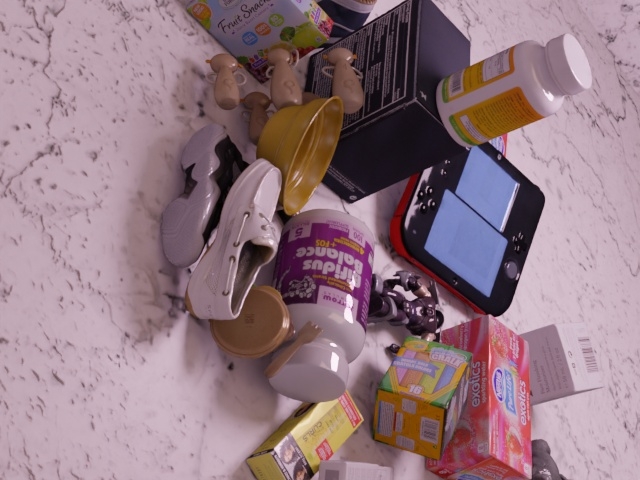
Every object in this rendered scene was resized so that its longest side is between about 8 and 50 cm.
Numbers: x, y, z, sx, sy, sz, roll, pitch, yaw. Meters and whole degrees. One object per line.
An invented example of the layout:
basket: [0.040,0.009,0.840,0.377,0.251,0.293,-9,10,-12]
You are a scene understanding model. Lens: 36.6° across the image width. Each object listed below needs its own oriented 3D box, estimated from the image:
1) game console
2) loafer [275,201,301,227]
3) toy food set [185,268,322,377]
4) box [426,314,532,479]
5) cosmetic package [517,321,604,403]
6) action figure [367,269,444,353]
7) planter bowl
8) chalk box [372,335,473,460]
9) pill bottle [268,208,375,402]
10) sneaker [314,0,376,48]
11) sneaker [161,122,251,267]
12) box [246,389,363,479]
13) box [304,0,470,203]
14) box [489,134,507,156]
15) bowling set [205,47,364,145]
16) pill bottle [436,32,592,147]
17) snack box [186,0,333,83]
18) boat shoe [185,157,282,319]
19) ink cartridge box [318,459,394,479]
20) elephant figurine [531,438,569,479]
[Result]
game console: [0.329,-0.051,2.097,0.386,0.060,0.342,36,71,-34]
loafer: [-0.062,-0.054,1.741,0.039,0.045,0.125,-42,106,-46]
toy food set: [-0.105,0.127,1.501,0.192,0.038,0.132,38,67,22]
box: [0.309,0.318,1.895,0.142,0.154,0.300,35,47,-34]
cosmetic package: [0.487,0.273,2.110,0.151,0.184,0.151,4,67,-51]
action figure: [0.150,0.132,1.857,0.285,0.099,0.185,25,45,-46]
planter bowl: [-0.048,-0.158,1.638,0.090,0.217,0.217,24,37,13]
chalk box: [0.194,0.268,1.758,0.213,0.132,0.132,-51,149,-52]
pill bottle: [-0.003,0.109,1.612,0.169,0.169,0.301,37,44,-33]
sneaker: [-0.035,-0.501,1.998,0.282,0.153,0.099,28,45,1]
sneaker: [-0.160,-0.052,1.568,0.153,0.101,0.268,38,47,-37]
box: [-0.020,0.321,1.563,0.232,0.058,0.087,-35,98,-53]
box: [0.128,-0.272,1.886,0.183,0.294,0.296,35,47,-34]
box: [0.355,-0.222,2.278,0.128,0.123,0.257,43,42,-30]
bowling set: [-0.075,-0.242,1.762,0.287,0.200,0.154,2,49,-14]
pill bottle: [0.338,-0.265,1.689,0.136,0.246,0.136,27,53,-43]
snack box: [-0.110,-0.412,1.772,0.207,0.174,0.070,42,39,-26]
boat shoe: [-0.106,0.002,1.489,0.098,0.096,0.277,51,55,-53]
ink cartridge box: [0.057,0.452,1.574,0.225,0.056,0.181,32,60,-64]
elephant figurine: [0.461,0.528,1.944,0.239,0.169,0.186,52,33,-11]
